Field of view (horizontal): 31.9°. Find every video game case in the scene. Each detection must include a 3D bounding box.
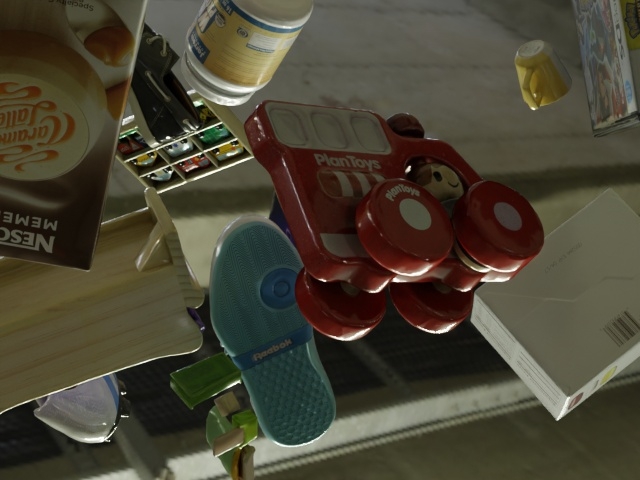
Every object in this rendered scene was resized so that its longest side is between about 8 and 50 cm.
[{"bbox_3d":[0.340,-0.253,1.315,0.035,0.248,0.275,-10,-179,3],"label":"video game case"}]

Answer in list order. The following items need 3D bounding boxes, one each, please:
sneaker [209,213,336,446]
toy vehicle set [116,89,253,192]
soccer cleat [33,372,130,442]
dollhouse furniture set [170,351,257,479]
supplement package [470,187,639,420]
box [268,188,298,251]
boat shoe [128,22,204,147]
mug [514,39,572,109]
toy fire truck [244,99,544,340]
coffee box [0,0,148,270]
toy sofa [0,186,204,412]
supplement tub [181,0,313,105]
[{"bbox_3d":[-0.082,0.083,1.397,0.127,0.319,0.208,-16,-151,-10],"label":"sneaker"},{"bbox_3d":[-0.267,-0.186,2.107,0.166,0.267,0.035,47,-139,-34],"label":"toy vehicle set"},{"bbox_3d":[-0.374,0.160,1.635,0.143,0.116,0.331,27,-163,-34],"label":"soccer cleat"},{"bbox_3d":[-0.104,0.182,1.072,0.058,0.152,0.076,-24,-134,-28],"label":"dollhouse furniture set"},{"bbox_3d":[0.387,0.095,1.641,0.262,0.145,0.204,-36,-110,-9],"label":"supplement package"},{"bbox_3d":[0.000,0.000,1.685,0.108,0.207,0.153,-16,-129,-25],"label":"box"},{"bbox_3d":[-0.214,-0.231,1.385,0.079,0.233,0.084,-13,-153,14],"label":"boat shoe"},{"bbox_3d":[0.266,-0.202,1.347,0.062,0.064,0.078,-25,-144,9],"label":"mug"},{"bbox_3d":[0.083,-0.043,1.218,0.302,0.169,0.254,-1,-123,-35],"label":"toy fire truck"},{"bbox_3d":[-0.211,-0.109,0.821,0.141,0.246,0.098,10,-144,-12],"label":"coffee box"},{"bbox_3d":[-0.338,0.085,1.418,0.362,0.177,0.150,-20,-150,-11],"label":"toy sofa"},{"bbox_3d":[-0.115,-0.313,1.667,0.144,0.200,0.144,19,-136,-20],"label":"supplement tub"}]
